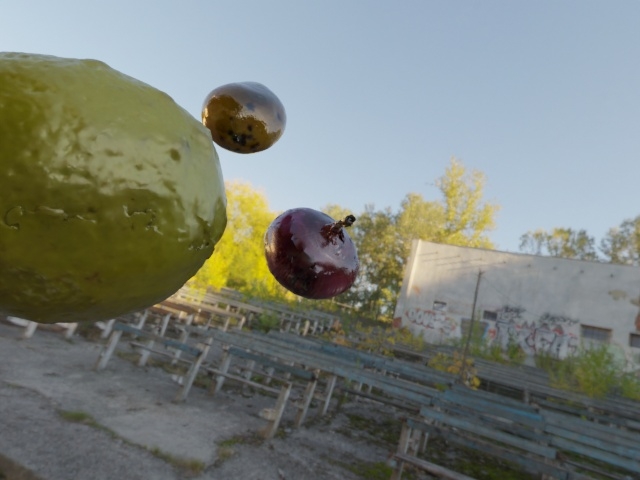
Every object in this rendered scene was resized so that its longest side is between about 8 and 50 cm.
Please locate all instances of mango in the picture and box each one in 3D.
[{"bbox_3d":[-0.108,-0.190,0.677,0.115,0.090,0.178,37,30,-1],"label":"mango"}]

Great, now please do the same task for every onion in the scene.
[{"bbox_3d":[0.000,0.000,0.624,0.150,0.150,0.140,20,-41,-13],"label":"onion"}]

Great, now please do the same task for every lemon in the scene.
[{"bbox_3d":[-0.234,-0.044,0.428,0.260,0.260,0.284,9,-1,28],"label":"lemon"}]
